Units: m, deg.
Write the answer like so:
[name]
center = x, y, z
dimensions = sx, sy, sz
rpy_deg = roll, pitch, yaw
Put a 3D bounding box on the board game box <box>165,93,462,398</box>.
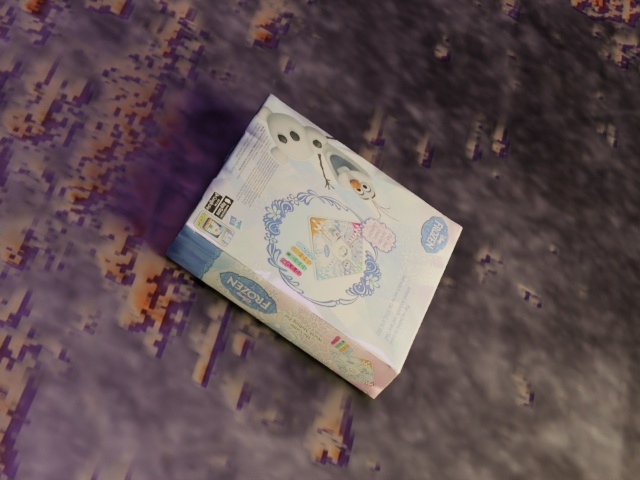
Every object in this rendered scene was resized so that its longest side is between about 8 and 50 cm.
[board game box]
center = 0.000, 0.000, 0.639
dimensions = 0.090, 0.020, 0.090
rpy_deg = 34, 39, -5
